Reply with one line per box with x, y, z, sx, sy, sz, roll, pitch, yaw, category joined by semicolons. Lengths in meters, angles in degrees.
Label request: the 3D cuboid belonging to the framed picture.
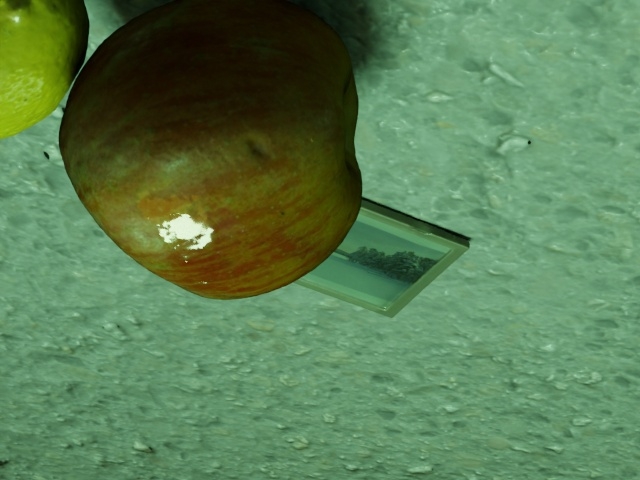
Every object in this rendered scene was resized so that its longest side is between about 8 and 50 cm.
0.000;0.000;1.899;0.289;0.016;0.213;21;148;-15;framed picture

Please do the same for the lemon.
-0.317;-0.196;1.503;0.204;0.204;0.260;15;159;-6;lemon

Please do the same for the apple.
-0.081;-0.098;1.510;0.301;0.302;0.301;8;150;5;apple
